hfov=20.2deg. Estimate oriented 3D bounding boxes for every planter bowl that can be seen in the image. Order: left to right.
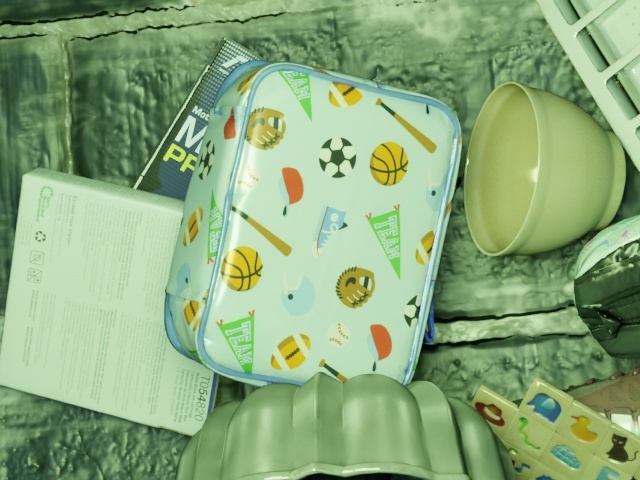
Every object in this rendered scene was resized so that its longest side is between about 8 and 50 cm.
[{"bbox_3d":[0.215,-0.061,1.665,0.109,0.162,0.162,6,85,-18],"label":"planter bowl"}]

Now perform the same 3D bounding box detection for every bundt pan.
[{"bbox_3d":[0.019,0.220,1.584,0.331,0.331,0.124,-7,58,7],"label":"bundt pan"}]

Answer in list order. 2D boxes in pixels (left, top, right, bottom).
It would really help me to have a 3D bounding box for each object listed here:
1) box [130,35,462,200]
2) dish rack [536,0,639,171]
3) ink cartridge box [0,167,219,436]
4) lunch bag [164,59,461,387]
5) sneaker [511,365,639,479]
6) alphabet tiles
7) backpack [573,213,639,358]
[{"bbox_3d":[-0.033,-0.037,1.730,0.270,0.060,0.216,32,90,9],"label":"box"},{"bbox_3d":[0.376,-0.234,1.619,0.333,0.072,0.285,-41,67,35],"label":"dish rack"},{"bbox_3d":[-0.189,0.060,1.710,0.224,0.045,0.223,15,108,10],"label":"ink cartridge box"},{"bbox_3d":[0.000,0.000,1.606,0.243,0.115,0.303,13,90,-24],"label":"lunch bag"},{"bbox_3d":[0.305,0.144,1.664,0.281,0.106,0.162,1,48,28],"label":"sneaker"},{"bbox_3d":[0.227,0.233,1.637,0.237,0.009,0.198,31,128,10],"label":"alphabet tiles"},{"bbox_3d":[0.318,0.033,1.615,0.182,0.115,0.152,-22,99,18],"label":"backpack"}]
